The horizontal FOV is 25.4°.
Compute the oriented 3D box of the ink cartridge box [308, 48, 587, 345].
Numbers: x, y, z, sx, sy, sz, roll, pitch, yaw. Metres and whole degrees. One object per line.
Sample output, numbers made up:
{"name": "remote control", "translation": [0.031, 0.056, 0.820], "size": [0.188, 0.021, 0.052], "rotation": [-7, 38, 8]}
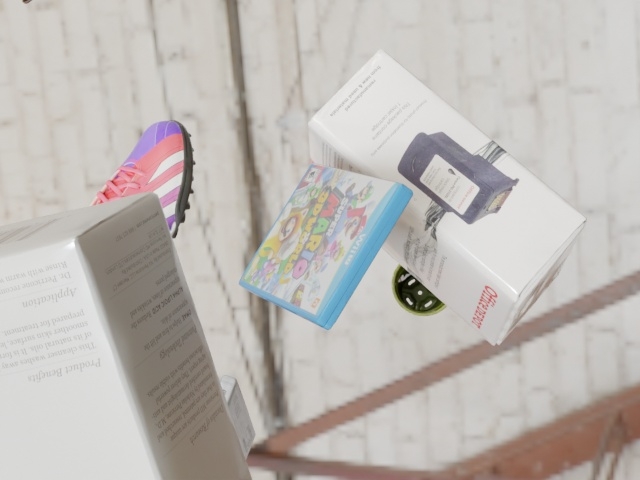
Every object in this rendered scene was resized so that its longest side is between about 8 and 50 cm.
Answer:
{"name": "ink cartridge box", "translation": [0.108, -0.033, 1.267], "size": [0.100, 0.237, 0.172], "rotation": [-46, -12, -12]}

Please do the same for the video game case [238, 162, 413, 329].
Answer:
{"name": "video game case", "translation": [0.000, 0.000, 1.094], "size": [0.015, 0.166, 0.119], "rotation": [34, -96, -24]}

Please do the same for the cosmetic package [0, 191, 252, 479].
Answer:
{"name": "cosmetic package", "translation": [-0.186, 0.178, 1.113], "size": [0.156, 0.217, 0.385], "rotation": [-45, -59, -67]}

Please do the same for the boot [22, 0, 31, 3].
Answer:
{"name": "boot", "translation": [-0.364, -0.335, 1.640], "size": [0.114, 0.106, 0.037], "rotation": [23, -141, -27]}

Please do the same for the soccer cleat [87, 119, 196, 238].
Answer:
{"name": "soccer cleat", "translation": [-0.232, -0.008, 1.610], "size": [0.116, 0.108, 0.318], "rotation": [26, -112, -29]}

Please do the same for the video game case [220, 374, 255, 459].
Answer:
{"name": "video game case", "translation": [-0.139, 0.303, 1.871], "size": [0.212, 0.023, 0.193], "rotation": [81, -153, -62]}

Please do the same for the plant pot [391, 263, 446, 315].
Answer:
{"name": "plant pot", "translation": [0.134, 0.063, 1.877], "size": [0.079, 0.083, 0.083], "rotation": [89, -178, -80]}
